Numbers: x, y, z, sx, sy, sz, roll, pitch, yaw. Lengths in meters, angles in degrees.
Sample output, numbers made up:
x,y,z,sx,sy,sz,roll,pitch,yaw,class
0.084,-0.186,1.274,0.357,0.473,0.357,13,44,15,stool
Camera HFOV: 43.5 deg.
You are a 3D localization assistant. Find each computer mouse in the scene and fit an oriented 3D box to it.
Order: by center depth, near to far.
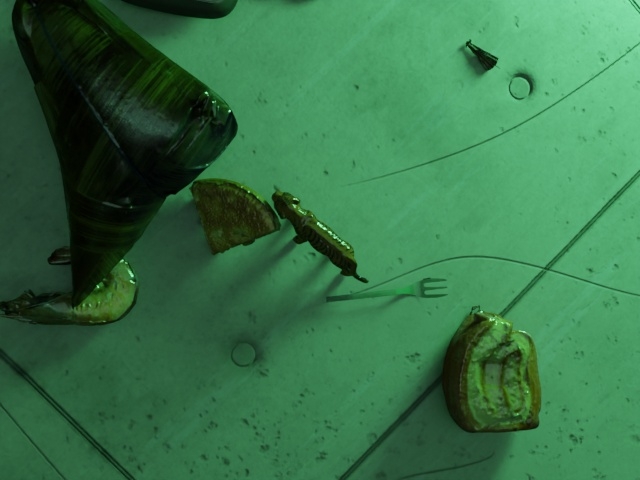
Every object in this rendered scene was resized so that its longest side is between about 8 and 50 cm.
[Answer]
x,y,z,sx,sy,sz,roll,pitch,yaw,class
-0.257,-0.459,1.406,0.232,0.057,0.120,6,89,-14,computer mouse

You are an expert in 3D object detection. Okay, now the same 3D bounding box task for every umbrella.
x,y,z,sx,sy,sz,roll,pitch,yaw,class
0.312,-0.355,1.542,0.083,0.020,0.031,36,123,-10,umbrella

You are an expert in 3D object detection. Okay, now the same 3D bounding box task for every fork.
x,y,z,sx,sy,sz,roll,pitch,yaw,class
0.123,0.096,1.507,0.235,0.021,0.039,-4,87,-10,fork

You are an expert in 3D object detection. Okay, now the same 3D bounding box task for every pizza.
x,y,z,sx,sy,sz,roll,pitch,yaw,class
-0.163,-0.041,1.426,0.175,0.046,0.134,36,101,3,pizza

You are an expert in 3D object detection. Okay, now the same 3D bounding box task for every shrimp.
x,y,z,sx,sy,sz,roll,pitch,yaw,class
-0.441,0.081,1.381,0.250,0.052,0.144,-4,81,-19,shrimp

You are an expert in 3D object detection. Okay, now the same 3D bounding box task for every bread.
x,y,z,sx,sy,sz,roll,pitch,yaw,class
0.317,0.246,1.495,0.190,0.123,0.244,-6,90,-10,bread

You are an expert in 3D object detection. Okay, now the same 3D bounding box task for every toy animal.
x,y,z,sx,sy,sz,roll,pitch,yaw,class
0.000,0.000,1.439,0.241,0.099,0.057,42,83,-8,toy animal

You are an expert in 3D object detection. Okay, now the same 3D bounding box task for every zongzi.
x,y,z,sx,sy,sz,roll,pitch,yaw,class
-0.412,-0.162,1.320,0.403,0.208,0.432,40,94,-5,zongzi
